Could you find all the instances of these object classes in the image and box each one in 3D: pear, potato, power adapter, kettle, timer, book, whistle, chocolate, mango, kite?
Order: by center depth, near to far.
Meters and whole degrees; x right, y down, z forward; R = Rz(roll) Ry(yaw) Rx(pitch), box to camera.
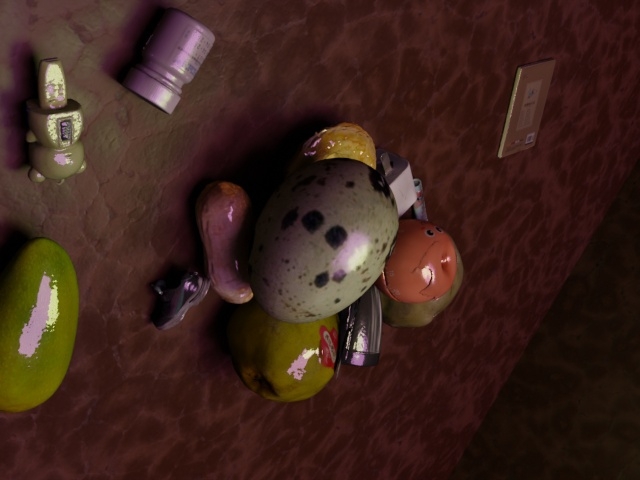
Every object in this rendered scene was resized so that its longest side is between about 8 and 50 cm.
[{"bbox_3d":[-0.448,-0.194,1.218,0.105,0.085,0.227,-23,132,-39],"label":"whistle"},{"bbox_3d":[-0.531,0.153,1.304,0.192,0.156,0.343,-5,115,-58],"label":"mango"},{"bbox_3d":[-0.204,0.005,1.607,0.134,0.134,0.309,-31,130,-33],"label":"chocolate"},{"bbox_3d":[0.070,0.226,1.804,0.141,0.015,0.245,99,8,-73],"label":"kite"},{"bbox_3d":[-0.076,0.234,1.810,0.375,0.287,0.287,-65,157,-48],"label":"pear"},{"bbox_3d":[0.162,-0.170,1.910,0.125,0.130,0.205,-45,140,-18],"label":"power adapter"},{"bbox_3d":[0.247,0.055,1.942,0.230,0.215,0.229,-15,109,-52],"label":"timer"},{"bbox_3d":[0.070,0.195,2.013,0.251,0.207,0.271,10,90,-49],"label":"kettle"},{"bbox_3d":[0.290,0.115,2.159,0.326,0.243,0.221,-58,147,-3],"label":"potato"},{"bbox_3d":[0.689,-0.442,2.429,0.217,0.021,0.310,-21,129,-39],"label":"book"}]

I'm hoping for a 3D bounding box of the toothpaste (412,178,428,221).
[{"bbox_3d":[0.297,-0.107,2.193,0.056,0.036,0.205,-46,145,-20],"label":"toothpaste"}]

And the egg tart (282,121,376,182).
[{"bbox_3d":[0.002,-0.149,1.748,0.315,0.120,0.315,-26,132,-34],"label":"egg tart"}]

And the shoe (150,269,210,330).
[{"bbox_3d":[-0.326,0.120,1.593,0.169,0.071,0.099,-42,116,17],"label":"shoe"}]

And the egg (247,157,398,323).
[{"bbox_3d":[0.000,0.000,1.541,0.379,0.287,0.287,-46,142,-5],"label":"egg"}]

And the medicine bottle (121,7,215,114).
[{"bbox_3d":[-0.274,-0.325,1.316,0.168,0.105,0.105,-59,144,-1],"label":"medicine bottle"}]
